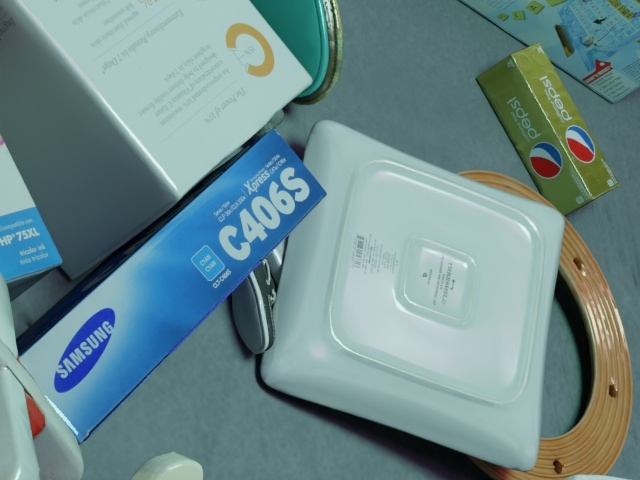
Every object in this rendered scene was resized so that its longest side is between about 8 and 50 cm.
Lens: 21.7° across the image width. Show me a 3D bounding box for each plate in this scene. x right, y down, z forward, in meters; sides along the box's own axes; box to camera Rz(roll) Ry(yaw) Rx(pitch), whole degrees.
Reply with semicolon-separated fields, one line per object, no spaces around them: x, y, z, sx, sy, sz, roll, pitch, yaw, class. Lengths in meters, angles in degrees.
0.100;0.042;1.520;0.278;0.045;0.277;20;62;-16;plate

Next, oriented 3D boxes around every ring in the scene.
0.191;0.092;1.646;0.336;0.032;0.336;22;55;-36;ring

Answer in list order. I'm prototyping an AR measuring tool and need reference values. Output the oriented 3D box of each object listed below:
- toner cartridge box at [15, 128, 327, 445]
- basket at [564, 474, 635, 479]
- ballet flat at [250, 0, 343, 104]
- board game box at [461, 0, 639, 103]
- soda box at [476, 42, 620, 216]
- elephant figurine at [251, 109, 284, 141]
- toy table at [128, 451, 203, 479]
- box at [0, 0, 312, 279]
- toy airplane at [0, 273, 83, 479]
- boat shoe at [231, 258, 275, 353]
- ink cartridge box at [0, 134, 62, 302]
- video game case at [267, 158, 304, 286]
-0.147;0.053;1.278;0.075;0.165;0.348;50;43;-6;toner cartridge box
0.268;0.292;1.561;0.167;0.103;0.113;13;59;-36;basket
-0.063;-0.295;1.601;0.123;0.123;0.348;-29;87;-47;ballet flat
0.324;-0.317;1.808;0.318;0.318;0.066;30;48;-28;board game box
0.247;-0.119;1.812;0.061;0.058;0.181;-25;84;-47;soda box
-0.114;-0.227;1.498;0.169;0.239;0.186;-3;41;-27;elephant figurine
-0.161;0.266;1.097;0.161;0.252;0.274;2;109;-37;toy table
-0.210;-0.181;1.353;0.345;0.168;0.215;51;43;-6;box
-0.323;0.161;0.947;0.384;0.272;0.386;21;43;22;toy airplane
-0.058;0.039;1.455;0.038;0.046;0.125;-1;59;-37;boat shoe
-0.298;-0.051;1.222;0.078;0.134;0.231;-20;81;-47;ink cartridge box
0.000;0.000;1.548;0.143;0.019;0.157;-18;79;-47;video game case
